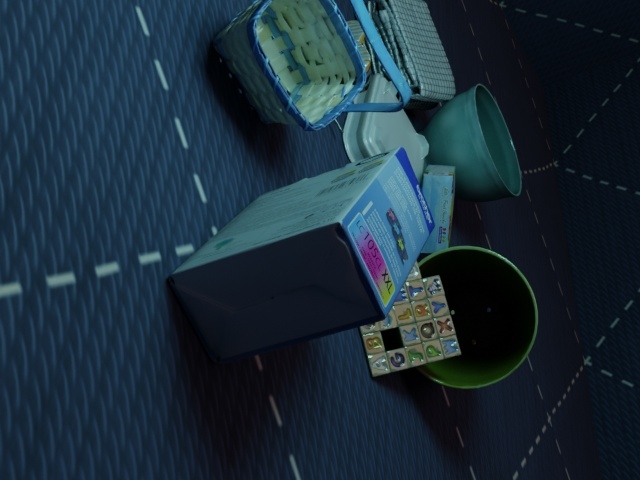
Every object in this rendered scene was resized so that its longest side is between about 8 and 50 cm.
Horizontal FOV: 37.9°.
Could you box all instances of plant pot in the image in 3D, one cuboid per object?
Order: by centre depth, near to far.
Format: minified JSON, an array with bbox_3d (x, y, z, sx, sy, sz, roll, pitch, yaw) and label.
[{"bbox_3d":[0.305,0.161,1.927,0.293,0.275,0.274,26,48,-77],"label":"plant pot"},{"bbox_3d":[0.356,-0.220,2.328,0.293,0.196,0.293,43,37,-46],"label":"plant pot"}]

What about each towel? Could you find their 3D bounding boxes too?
[{"bbox_3d":[0.205,-0.458,2.284,0.235,0.121,0.283,-12,80,-59],"label":"towel"}]

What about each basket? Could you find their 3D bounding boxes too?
[{"bbox_3d":[-0.014,-0.309,1.507,0.201,0.289,0.254,-48,124,-28],"label":"basket"}]

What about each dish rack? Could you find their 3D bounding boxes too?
[{"bbox_3d":[0.160,-0.208,2.073,0.285,0.072,0.332,57,29,-30],"label":"dish rack"}]

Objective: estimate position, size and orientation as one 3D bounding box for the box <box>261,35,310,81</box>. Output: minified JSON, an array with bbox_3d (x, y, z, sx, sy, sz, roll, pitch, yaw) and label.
[{"bbox_3d":[-0.077,-0.334,1.723,0.116,0.029,0.162,67,26,-8],"label":"box"}]

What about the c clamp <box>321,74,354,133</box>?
[{"bbox_3d":[0.031,-0.296,1.931,0.137,0.022,0.161,60,26,-7],"label":"c clamp"}]

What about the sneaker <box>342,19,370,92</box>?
[{"bbox_3d":[0.065,-0.400,2.006,0.083,0.084,0.214,76,7,-45],"label":"sneaker"}]

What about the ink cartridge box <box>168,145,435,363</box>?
[{"bbox_3d":[0.000,0.000,1.356,0.151,0.270,0.395,66,26,-15],"label":"ink cartridge box"}]

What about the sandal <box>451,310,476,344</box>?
[{"bbox_3d":[0.369,0.206,2.192,0.240,0.079,0.088,46,35,-43],"label":"sandal"}]

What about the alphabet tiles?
[{"bbox_3d":[0.151,0.120,1.749,0.198,0.009,0.237,-10,80,-26],"label":"alphabet tiles"}]

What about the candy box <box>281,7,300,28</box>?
[{"bbox_3d":[-0.083,-0.495,1.795,0.205,0.027,0.105,62,26,1],"label":"candy box"}]

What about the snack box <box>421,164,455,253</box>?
[{"bbox_3d":[0.258,-0.072,2.054,0.207,0.070,0.174,-53,147,-76],"label":"snack box"}]
